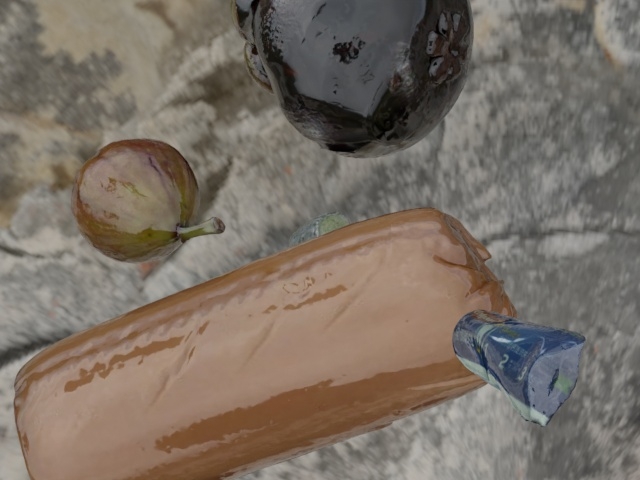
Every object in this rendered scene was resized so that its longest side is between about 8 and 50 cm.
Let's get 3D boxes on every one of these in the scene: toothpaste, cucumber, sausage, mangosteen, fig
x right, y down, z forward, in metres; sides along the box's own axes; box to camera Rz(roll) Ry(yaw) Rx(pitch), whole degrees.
[{"bbox_3d":[0.054,0.033,0.404,0.019,0.083,0.027,33,88,-12],"label":"toothpaste"},{"bbox_3d":[0.000,0.000,1.679,0.064,0.112,0.064,3,78,-14],"label":"cucumber"},{"bbox_3d":[-0.034,0.074,0.853,0.304,0.121,0.121,-21,74,9],"label":"sausage"},{"bbox_3d":[0.029,-0.230,1.562,0.287,0.287,0.233,36,118,15],"label":"mangosteen"},{"bbox_3d":[-0.112,-0.018,0.958,0.089,0.089,0.125,-50,37,-5],"label":"fig"}]
